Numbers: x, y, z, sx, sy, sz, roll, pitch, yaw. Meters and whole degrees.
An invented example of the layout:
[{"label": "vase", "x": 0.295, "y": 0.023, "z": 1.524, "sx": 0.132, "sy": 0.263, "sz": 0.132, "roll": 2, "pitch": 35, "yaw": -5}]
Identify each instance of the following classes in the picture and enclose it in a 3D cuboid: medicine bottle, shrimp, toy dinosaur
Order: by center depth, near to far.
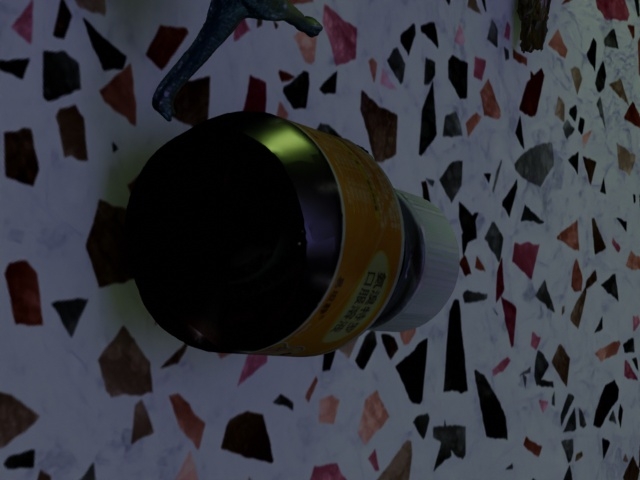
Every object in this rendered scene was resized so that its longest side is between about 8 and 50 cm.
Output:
[{"label": "toy dinosaur", "x": -0.051, "y": -0.273, "z": 1.171, "sx": 0.147, "sy": 0.076, "sz": 0.363, "roll": -1, "pitch": 121, "yaw": -40}, {"label": "medicine bottle", "x": 0.000, "y": 0.000, "z": 1.335, "sx": 0.395, "sy": 0.242, "sz": 0.242, "roll": 3, "pitch": 89, "yaw": -57}, {"label": "shrimp", "x": 0.295, "y": -0.393, "z": 1.810, "sx": 0.150, "sy": 0.068, "sz": 0.248, "roll": -10, "pitch": 93, "yaw": -37}]
